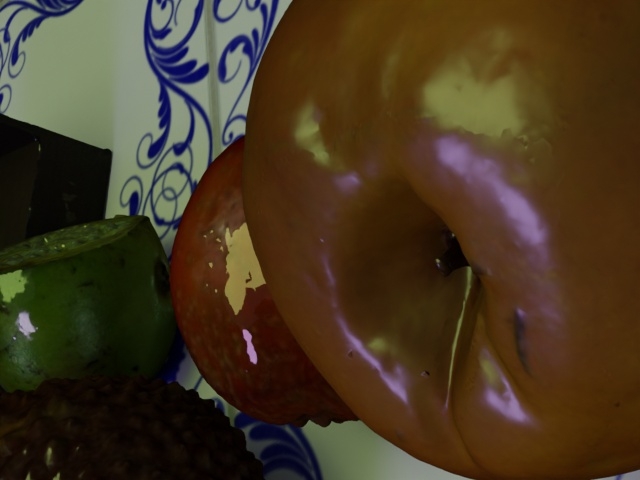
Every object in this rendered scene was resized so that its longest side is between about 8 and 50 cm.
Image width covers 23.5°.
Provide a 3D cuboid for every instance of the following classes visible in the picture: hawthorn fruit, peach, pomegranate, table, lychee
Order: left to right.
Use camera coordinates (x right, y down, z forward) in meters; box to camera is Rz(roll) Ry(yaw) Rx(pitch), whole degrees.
[{"bbox_3d":[-0.383,0.007,1.484,0.196,0.282,0.250,-15,64,48],"label":"table"},{"bbox_3d":[-0.234,0.081,1.320,0.190,0.241,0.159,2,108,59],"label":"pomegranate"},{"bbox_3d":[-0.156,0.226,1.113,0.276,0.276,0.304,-46,23,31],"label":"lychee"},{"bbox_3d":[0.000,0.000,1.054,0.205,0.205,0.253,-4,86,51],"label":"hawthorn fruit"},{"bbox_3d":[0.135,-0.045,0.829,0.343,0.302,0.342,25,130,32],"label":"peach"}]
